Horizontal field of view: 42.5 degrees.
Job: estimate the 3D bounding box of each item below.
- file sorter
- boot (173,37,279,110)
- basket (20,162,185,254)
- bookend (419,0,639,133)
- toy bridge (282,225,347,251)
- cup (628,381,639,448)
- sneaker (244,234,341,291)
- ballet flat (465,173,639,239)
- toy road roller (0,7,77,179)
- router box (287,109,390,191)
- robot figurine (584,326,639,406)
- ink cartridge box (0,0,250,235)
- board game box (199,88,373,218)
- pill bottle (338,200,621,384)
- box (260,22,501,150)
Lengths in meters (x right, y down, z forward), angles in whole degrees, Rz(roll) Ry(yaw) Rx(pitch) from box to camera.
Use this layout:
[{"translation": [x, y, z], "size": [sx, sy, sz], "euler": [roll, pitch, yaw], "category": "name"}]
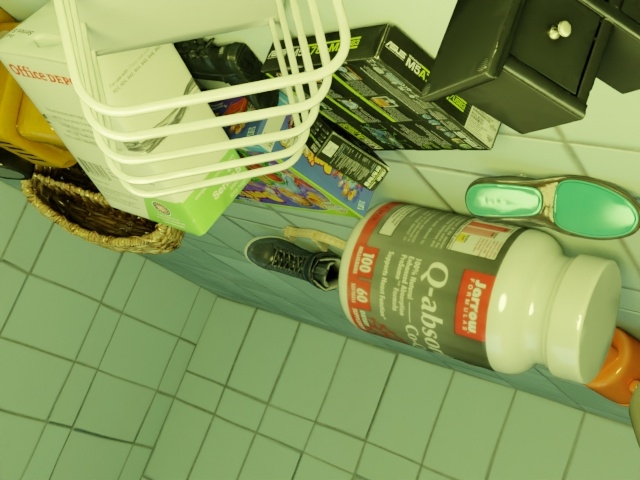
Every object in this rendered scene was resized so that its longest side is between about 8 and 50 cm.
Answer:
[{"translation": [-0.098, -0.151, 0.649], "size": [0.193, 0.173, 0.277], "euler": [-12, 173, -10], "category": "file sorter"}, {"translation": [-0.114, -0.198, 0.978], "size": [0.099, 0.045, 0.121], "euler": [12, 158, 31], "category": "boot"}, {"translation": [-0.390, -0.104, 1.486], "size": [0.299, 0.213, 0.223], "euler": [20, 169, 7], "category": "basket"}, {"translation": [0.166, -0.127, 0.511], "size": [0.156, 0.157, 0.072], "euler": [27, 168, -20], "category": "bookend"}, {"translation": [0.000, 0.000, 1.726], "size": [0.188, 0.026, 0.063], "euler": [16, 165, 26], "category": "toy bridge"}, {"translation": [0.656, 0.308, 1.354], "size": [0.331, 0.331, 0.237], "euler": [34, -171, -46], "category": "cup"}, {"translation": [-0.049, 0.050, 1.855], "size": [0.226, 0.086, 0.163], "euler": [16, -178, -20], "category": "sneaker"}, {"translation": [0.271, -0.044, 0.954], "size": [0.203, 0.074, 0.074], "euler": [9, 164, 27], "category": "ballet flat"}, {"translation": [-0.414, -0.210, 1.115], "size": [0.241, 0.202, 0.329], "euler": [5, 169, 19], "category": "toy road roller"}, {"translation": [0.020, -0.116, 0.999], "size": [0.092, 0.038, 0.122], "euler": [28, -165, -30], "category": "router box"}, {"translation": [0.561, 0.240, 1.549], "size": [0.219, 0.128, 0.158], "euler": [29, 166, -33], "category": "robot figurine"}, {"translation": [-0.237, -0.152, 1.010], "size": [0.198, 0.114, 0.272], "euler": [17, 148, 38], "category": "ink cartridge box"}, {"translation": [-0.116, -0.131, 1.207], "size": [0.347, 0.078, 0.233], "euler": [10, 164, 45], "category": "board game box"}, {"translation": [0.226, 0.072, 1.188], "size": [0.363, 0.210, 0.210], "euler": [13, 166, 34], "category": "pill bottle"}, {"translation": [0.063, -0.153, 0.867], "size": [0.191, 0.045, 0.184], "euler": [29, 169, -37], "category": "box"}]
